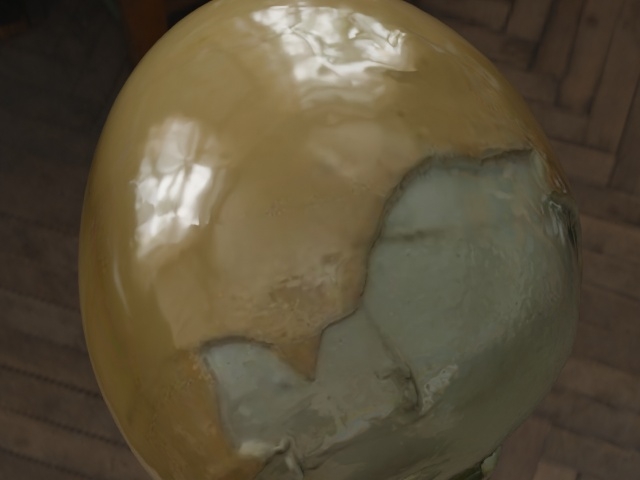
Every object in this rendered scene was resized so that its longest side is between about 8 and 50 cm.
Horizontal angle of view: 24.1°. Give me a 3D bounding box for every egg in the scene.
[{"bbox_3d":[0.000,0.000,0.606,0.201,0.201,0.244,-14,53,-7],"label":"egg"}]
